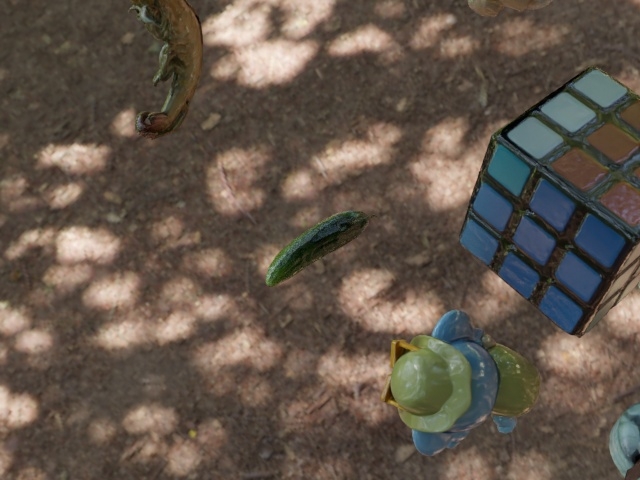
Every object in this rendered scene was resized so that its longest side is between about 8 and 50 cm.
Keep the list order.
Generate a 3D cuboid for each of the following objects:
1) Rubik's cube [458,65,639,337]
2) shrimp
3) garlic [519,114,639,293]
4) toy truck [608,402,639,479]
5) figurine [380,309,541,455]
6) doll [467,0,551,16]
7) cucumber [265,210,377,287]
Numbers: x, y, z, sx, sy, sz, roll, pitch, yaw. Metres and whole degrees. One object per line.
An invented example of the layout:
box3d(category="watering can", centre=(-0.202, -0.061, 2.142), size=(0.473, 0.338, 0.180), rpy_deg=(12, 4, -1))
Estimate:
box3d(category="Rubik's cube", centre=(0.250, -0.037, 0.875), size=(0.163, 0.162, 0.160), rpy_deg=(-35, 64, -27))
box3d(category="shrimp", centre=(-0.134, -0.147, 0.733), size=(0.034, 0.178, 0.124), rpy_deg=(13, 81, 11))
box3d(category="garlic", centre=(0.364, -0.077, 1.160), size=(0.266, 0.148, 0.128), rpy_deg=(47, 110, 7))
box3d(category="toy truck", centre=(0.296, 0.067, 0.497), size=(0.184, 0.133, 0.338), rpy_deg=(34, 56, 16))
box3d(category="figurine", centre=(0.204, 0.216, 1.308), size=(0.180, 0.262, 0.154), rpy_deg=(-49, 38, 15))
box3d(category="doll", centre=(0.232, -0.346, 1.114), size=(0.278, 0.119, 0.154), rpy_deg=(-70, 1, -79))
box3d(category="cucumber", centre=(0.000, 0.000, 1.043), size=(0.168, 0.039, 0.039), rpy_deg=(-32, 39, -27))
